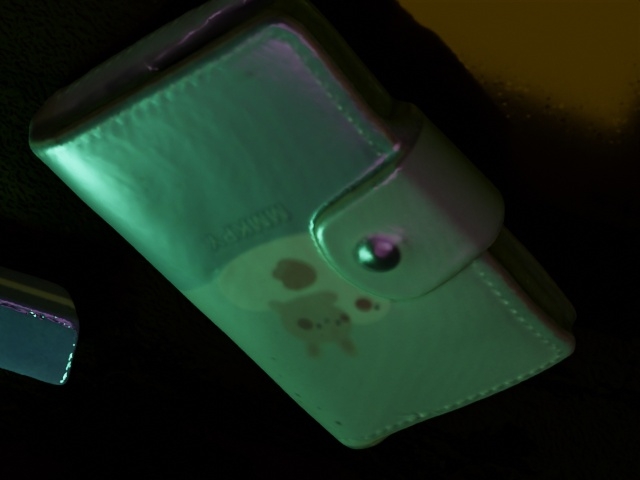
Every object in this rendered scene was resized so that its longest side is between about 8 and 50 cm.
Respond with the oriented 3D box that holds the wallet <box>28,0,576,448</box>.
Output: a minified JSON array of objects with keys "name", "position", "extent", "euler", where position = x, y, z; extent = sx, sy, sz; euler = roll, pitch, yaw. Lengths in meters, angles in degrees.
[{"name":"wallet","position":[0.000,0.000,0.911],"extent":[0.252,0.083,0.360],"euler":[-24,123,35]}]

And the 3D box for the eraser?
[{"name":"eraser","position":[-0.293,0.046,1.036],"extent":[0.225,0.036,0.082],"euler":[17,131,-3]}]
